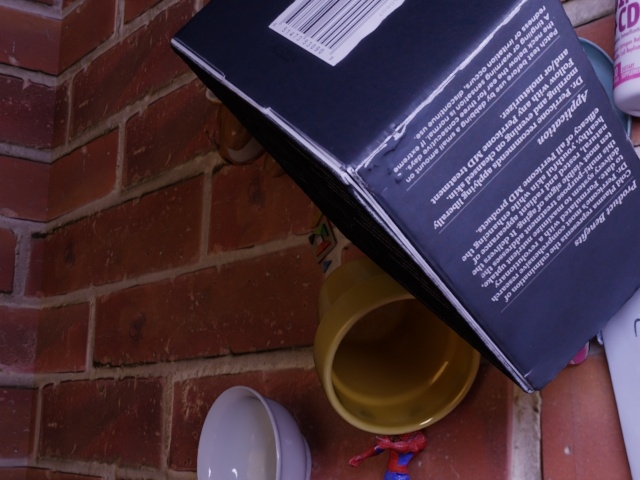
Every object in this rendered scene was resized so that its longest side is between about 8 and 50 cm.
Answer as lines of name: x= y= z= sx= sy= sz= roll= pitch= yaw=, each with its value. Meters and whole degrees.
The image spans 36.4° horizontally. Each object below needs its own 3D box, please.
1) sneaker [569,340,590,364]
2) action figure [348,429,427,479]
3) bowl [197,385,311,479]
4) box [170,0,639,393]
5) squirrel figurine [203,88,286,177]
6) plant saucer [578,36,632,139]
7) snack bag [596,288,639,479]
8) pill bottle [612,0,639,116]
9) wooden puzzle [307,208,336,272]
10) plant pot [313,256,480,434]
sneaker: x=0.346 y=0.091 z=1.393 sx=0.063 sy=0.075 sz=0.170 roll=-24 pitch=85 yaw=30
action figure: x=0.098 y=0.402 z=1.604 sx=0.091 sy=0.139 sz=0.280 roll=10 pitch=88 yaw=53
bowl: x=-0.111 y=0.432 z=1.883 sx=0.298 sy=0.134 sz=0.298 roll=-15 pitch=71 yaw=52
box: x=0.130 y=-0.129 z=1.251 sx=0.297 sy=0.472 sz=0.480 roll=-44 pitch=41 yaw=-3
squirrel figurine: x=-0.072 y=-0.315 z=1.945 sx=0.370 sy=0.281 sz=0.397 roll=-19 pitch=53 yaw=62
plant saucer: x=0.342 y=-0.147 z=1.462 sx=0.317 sy=0.043 sz=0.318 roll=-18 pitch=67 yaw=52
snack bag: x=0.494 y=0.170 z=1.184 sx=0.342 sy=0.037 sz=0.323 roll=-32 pitch=57 yaw=46
pill bottle: x=0.457 y=-0.308 z=1.236 sx=0.160 sy=0.160 sz=0.283 roll=-7 pitch=76 yaw=54
wooden puzzle: x=0.000 y=0.000 z=1.929 sx=0.078 sy=0.014 sz=0.116 roll=-55 pitch=43 yaw=31
plant pot: x=0.100 y=0.145 z=1.581 sx=0.239 sy=0.254 sz=0.254 roll=-120 pitch=49 yaw=-62
